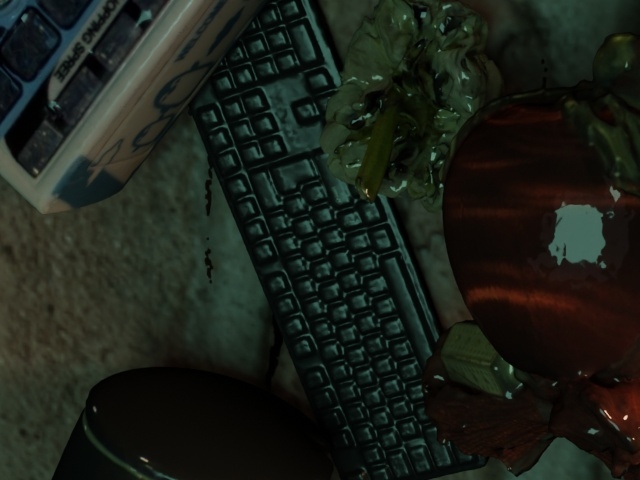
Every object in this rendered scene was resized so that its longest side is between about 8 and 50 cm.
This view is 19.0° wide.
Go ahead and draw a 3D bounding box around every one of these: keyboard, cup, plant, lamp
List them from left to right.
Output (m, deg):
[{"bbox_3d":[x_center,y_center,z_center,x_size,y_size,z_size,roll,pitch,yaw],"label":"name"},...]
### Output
[{"bbox_3d":[-0.058,0.180,1.093,0.223,0.169,0.176,21,107,14],"label":"cup"},{"bbox_3d":[0.000,0.000,1.086,0.101,0.018,0.309,-16,103,23],"label":"keyboard"},{"bbox_3d":[0.039,-0.068,0.990,0.104,0.122,0.116,4,112,22],"label":"plant"},{"bbox_3d":[0.121,0.010,0.945,0.151,0.215,0.223,20,87,-24],"label":"lamp"}]

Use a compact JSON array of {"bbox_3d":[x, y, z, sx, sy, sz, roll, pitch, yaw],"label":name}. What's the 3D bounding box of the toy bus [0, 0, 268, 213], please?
[{"bbox_3d":[-0.091,-0.159,1.003,0.131,0.106,0.297,46,116,11],"label":"toy bus"}]
